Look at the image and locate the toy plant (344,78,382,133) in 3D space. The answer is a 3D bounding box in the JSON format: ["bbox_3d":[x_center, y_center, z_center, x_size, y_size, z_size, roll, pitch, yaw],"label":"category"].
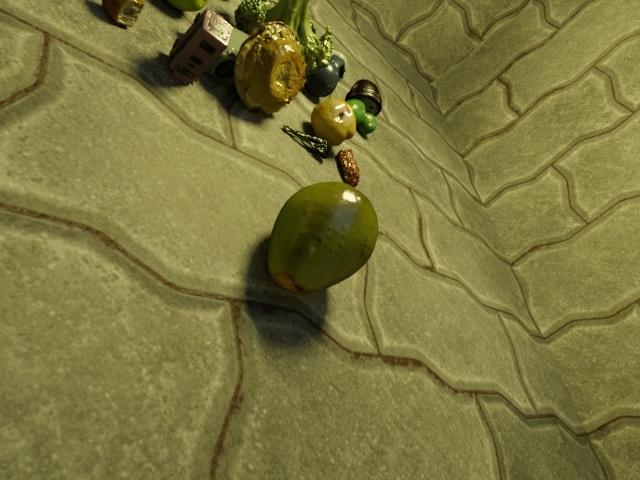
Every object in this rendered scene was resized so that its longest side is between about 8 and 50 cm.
[{"bbox_3d":[0.182,-0.593,2.076,0.218,0.176,0.235,29,64,-45],"label":"toy plant"}]

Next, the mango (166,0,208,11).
[{"bbox_3d":[-0.462,-0.842,1.462,0.293,0.143,0.175,47,47,10],"label":"mango"}]

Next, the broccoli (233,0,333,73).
[{"bbox_3d":[-0.138,-0.781,1.717,0.339,0.317,0.277,23,49,29],"label":"broccoli"}]

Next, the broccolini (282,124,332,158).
[{"bbox_3d":[-0.053,-0.349,1.630,0.201,0.058,0.074,18,29,-23],"label":"broccolini"}]

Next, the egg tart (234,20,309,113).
[{"bbox_3d":[-0.136,-0.522,1.443,0.116,0.294,0.295,36,20,32],"label":"egg tart"}]

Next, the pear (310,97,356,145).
[{"bbox_3d":[0.051,-0.435,1.723,0.178,0.178,0.178,34,36,-29],"label":"pear"}]

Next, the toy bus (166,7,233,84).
[{"bbox_3d":[-0.330,-0.518,1.259,0.096,0.199,0.108,27,51,-37],"label":"toy bus"}]

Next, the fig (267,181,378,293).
[{"bbox_3d":[0.000,0.000,1.142,0.258,0.258,0.326,49,44,-9],"label":"fig"}]

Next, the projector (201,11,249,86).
[{"bbox_3d":[-0.278,-0.588,1.493,0.257,0.099,0.191,3,56,-53],"label":"projector"}]

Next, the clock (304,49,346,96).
[{"bbox_3d":[0.019,-0.698,1.931,0.147,0.199,0.243,22,43,9],"label":"clock"}]

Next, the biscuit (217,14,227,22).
[{"bbox_3d":[-0.347,-0.750,1.633,0.140,0.023,0.118,28,39,-35],"label":"biscuit"}]

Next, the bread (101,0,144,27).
[{"bbox_3d":[-0.514,-0.612,1.207,0.070,0.083,0.077,54,26,19],"label":"bread"}]

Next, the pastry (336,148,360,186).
[{"bbox_3d":[0.111,-0.281,1.749,0.087,0.063,0.169,20,44,-47],"label":"pastry"}]
